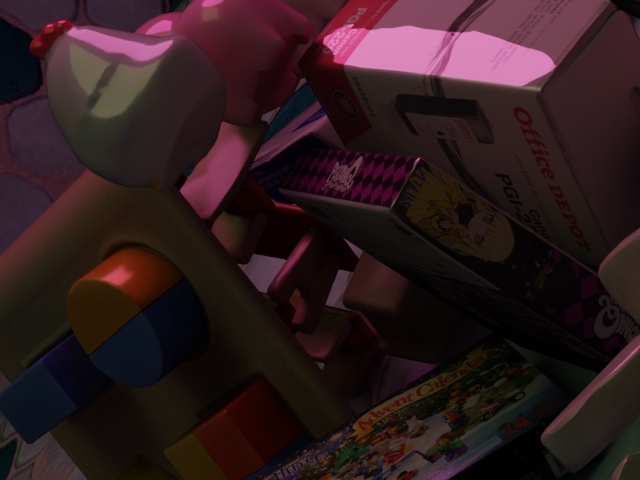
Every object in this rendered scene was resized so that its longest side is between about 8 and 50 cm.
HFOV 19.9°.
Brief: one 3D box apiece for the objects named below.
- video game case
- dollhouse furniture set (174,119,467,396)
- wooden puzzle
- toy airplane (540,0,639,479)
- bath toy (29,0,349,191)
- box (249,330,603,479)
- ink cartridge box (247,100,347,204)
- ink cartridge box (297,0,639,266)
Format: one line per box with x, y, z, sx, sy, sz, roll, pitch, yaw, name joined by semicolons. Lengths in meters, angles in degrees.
0.096;0.014;1.121;0.042;0.210;0.232;-59;16;-5;video game case
0.000;0.000;1.401;0.259;0.262;0.135;11;63;36;dollhouse furniture set
-0.123;0.129;1.341;0.080;0.348;0.322;-33;-2;-40;wooden puzzle
0.235;0.008;0.731;0.384;0.272;0.386;-3;-55;-61;toy airplane
-0.073;-0.131;1.233;0.348;0.129;0.151;-39;-24;-55;bath toy
0.044;0.153;1.137;0.233;0.044;0.159;-31;17;-4;box
0.052;-0.122;1.556;0.333;0.065;0.165;-40;9;-25;ink cartridge box
0.113;-0.077;1.181;0.218;0.158;0.092;10;52;45;ink cartridge box
